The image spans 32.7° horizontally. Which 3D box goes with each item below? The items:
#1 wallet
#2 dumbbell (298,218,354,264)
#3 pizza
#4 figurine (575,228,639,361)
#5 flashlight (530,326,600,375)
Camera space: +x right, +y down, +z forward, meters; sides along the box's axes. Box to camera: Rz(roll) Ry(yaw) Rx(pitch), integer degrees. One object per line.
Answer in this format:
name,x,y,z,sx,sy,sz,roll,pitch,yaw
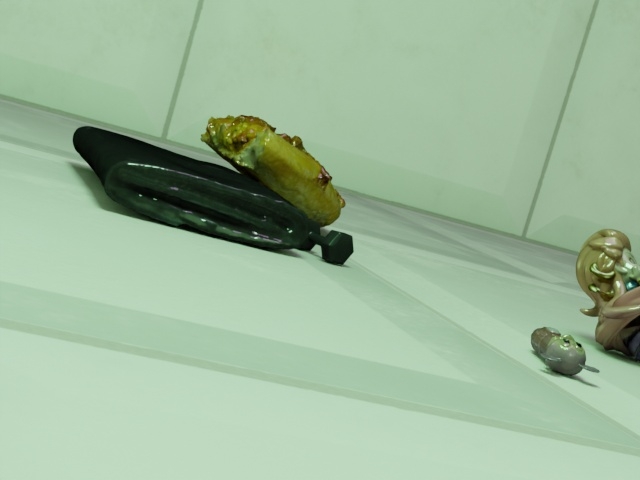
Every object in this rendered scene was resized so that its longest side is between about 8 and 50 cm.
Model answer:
wallet,-0.171,-0.070,1.312,0.228,0.062,0.406,15,5,-19
dumbbell,0.000,0.000,1.230,0.083,0.040,0.036,22,-24,48
pizza,-0.066,-0.107,1.465,0.226,0.086,0.335,38,-1,15
figurine,0.321,0.060,1.148,0.157,0.114,0.126,39,2,35
flashlight,0.204,0.092,0.944,0.052,0.031,0.110,15,6,-5
